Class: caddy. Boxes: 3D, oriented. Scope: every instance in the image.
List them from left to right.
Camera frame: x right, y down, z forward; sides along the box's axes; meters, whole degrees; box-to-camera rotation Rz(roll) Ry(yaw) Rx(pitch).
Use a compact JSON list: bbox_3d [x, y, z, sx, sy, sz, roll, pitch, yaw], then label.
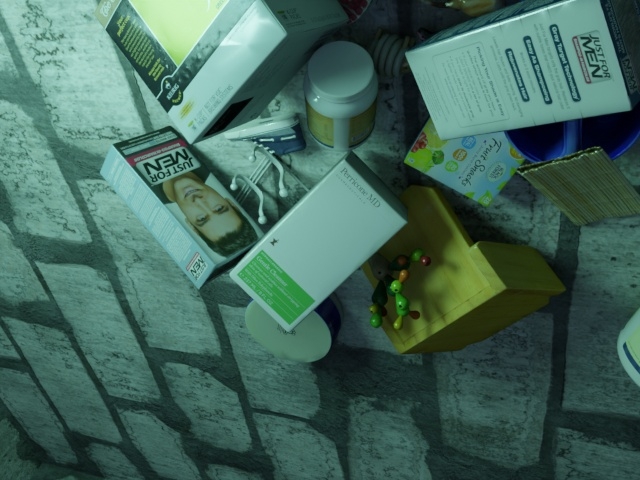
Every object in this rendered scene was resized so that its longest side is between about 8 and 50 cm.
[{"bbox_3d":[0.433,-0.284,1.086,0.241,0.179,0.341,-1,126,23],"label":"caddy"}]

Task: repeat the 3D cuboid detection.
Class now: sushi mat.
[{"bbox_3d":[0.508,-0.094,1.199,0.151,0.019,0.316,-15,153,37],"label":"sushi mat"}]

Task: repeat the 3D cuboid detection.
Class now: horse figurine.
[{"bbox_3d":[0.279,-0.470,1.079,0.174,0.066,0.263,29,136,7],"label":"horse figurine"}]

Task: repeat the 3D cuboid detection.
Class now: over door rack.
[{"bbox_3d":[-0.089,-0.050,1.557,0.324,0.108,0.239,36,133,-7],"label":"over door rack"}]

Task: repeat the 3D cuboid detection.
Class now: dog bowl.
[{"bbox_3d":[-0.075,0.217,1.771,0.265,0.104,0.265,12,131,15],"label":"dog bowl"}]

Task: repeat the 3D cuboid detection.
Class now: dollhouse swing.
[{"bbox_3d":[0.309,0.064,1.508,0.315,0.305,0.347,4,146,-37],"label":"dollhouse swing"}]

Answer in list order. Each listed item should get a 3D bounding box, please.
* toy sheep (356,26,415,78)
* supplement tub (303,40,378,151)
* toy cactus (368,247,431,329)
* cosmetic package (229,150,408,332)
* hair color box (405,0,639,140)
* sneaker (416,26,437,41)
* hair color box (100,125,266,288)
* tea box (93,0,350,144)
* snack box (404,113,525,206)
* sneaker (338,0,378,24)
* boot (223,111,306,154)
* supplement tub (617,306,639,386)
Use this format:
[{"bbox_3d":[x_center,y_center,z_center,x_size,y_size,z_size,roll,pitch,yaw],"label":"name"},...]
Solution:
[{"bbox_3d":[0.130,-0.361,1.223,0.132,0.091,0.091,26,135,21],"label":"toy sheep"},{"bbox_3d":[0.040,-0.279,1.239,0.144,0.144,0.199,19,162,8],"label":"supplement tub"},{"bbox_3d":[0.167,0.089,1.421,0.112,0.180,0.219,3,123,-26],"label":"toy cactus"},{"bbox_3d":[0.000,0.000,1.394,0.197,0.155,0.365,43,108,-4],"label":"cosmetic package"},{"bbox_3d":[0.314,-0.273,0.981,0.347,0.105,0.174,1,124,53],"label":"hair color box"},{"bbox_3d":[0.240,-0.379,1.192,0.119,0.047,0.057,28,114,-2],"label":"sneaker"},{"bbox_3d":[-0.326,-0.086,1.505,0.374,0.185,0.113,49,132,7],"label":"hair color box"},{"bbox_3d":[-0.189,-0.418,1.171,0.329,0.220,0.323,-35,92,41],"label":"tea box"},{"bbox_3d":[0.304,-0.190,1.293,0.207,0.070,0.174,27,132,-1],"label":"snack box"},{"bbox_3d":[0.097,-0.496,1.115,0.121,0.112,0.299,54,143,-2],"label":"sneaker"},{"bbox_3d":[-0.128,-0.232,1.449,0.190,0.069,0.086,-5,122,25],"label":"boot"},{"bbox_3d":[0.779,0.164,1.261,0.235,0.235,0.325,21,133,7],"label":"supplement tub"}]
